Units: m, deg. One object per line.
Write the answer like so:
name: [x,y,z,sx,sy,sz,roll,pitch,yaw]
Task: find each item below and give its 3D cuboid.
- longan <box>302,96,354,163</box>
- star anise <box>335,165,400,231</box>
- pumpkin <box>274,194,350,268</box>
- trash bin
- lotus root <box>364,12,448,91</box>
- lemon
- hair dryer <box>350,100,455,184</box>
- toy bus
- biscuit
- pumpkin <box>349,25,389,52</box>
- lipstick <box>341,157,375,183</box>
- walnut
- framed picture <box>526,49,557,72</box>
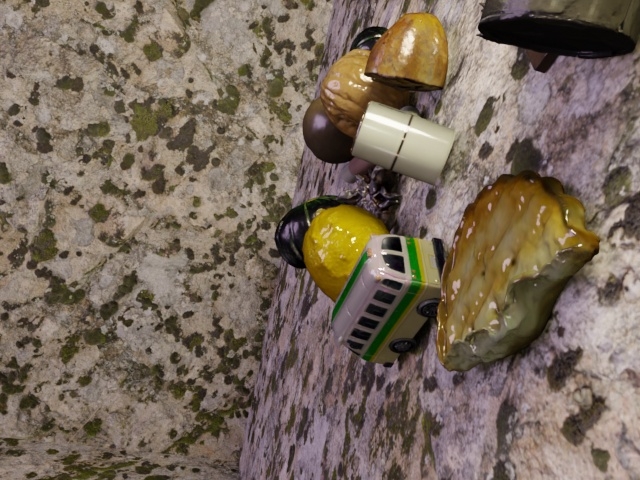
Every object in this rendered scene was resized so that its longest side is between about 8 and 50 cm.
longan: [0.063,-0.386,1.746,0.258,0.258,0.258,-169,90,-78]
star anise: [0.147,-0.116,1.427,0.212,0.129,0.283,6,88,61]
pumpkin: [0.000,0.000,1.657,0.296,0.295,0.296,-169,90,-78]
trash bin: [0.333,-0.394,0.621,0.252,0.203,0.302,38,118,56]
lotus root: [0.209,-0.461,1.244,0.188,0.199,0.180,-136,53,-68]
lemon: [0.077,0.042,1.275,0.288,0.233,0.233,60,163,1]
hair dryer: [0.203,-0.262,1.212,0.362,0.203,0.128,-62,-9,-61]
toy bus: [0.134,0.131,1.088,0.305,0.179,0.143,113,163,-44]
biscuit: [0.281,0.050,0.764,0.335,0.078,0.329,161,123,-76]
pumpkin: [0.168,-0.560,1.616,0.220,0.161,0.221,-173,90,-80]
lipstick: [0.135,-0.249,1.686,0.254,0.070,0.070,154,127,-74]
walnut: [0.131,-0.412,1.460,0.224,0.257,0.257,-30,-46,-80]
framed picture: [0.375,-0.376,0.832,0.128,0.023,0.169,116,161,-51]
